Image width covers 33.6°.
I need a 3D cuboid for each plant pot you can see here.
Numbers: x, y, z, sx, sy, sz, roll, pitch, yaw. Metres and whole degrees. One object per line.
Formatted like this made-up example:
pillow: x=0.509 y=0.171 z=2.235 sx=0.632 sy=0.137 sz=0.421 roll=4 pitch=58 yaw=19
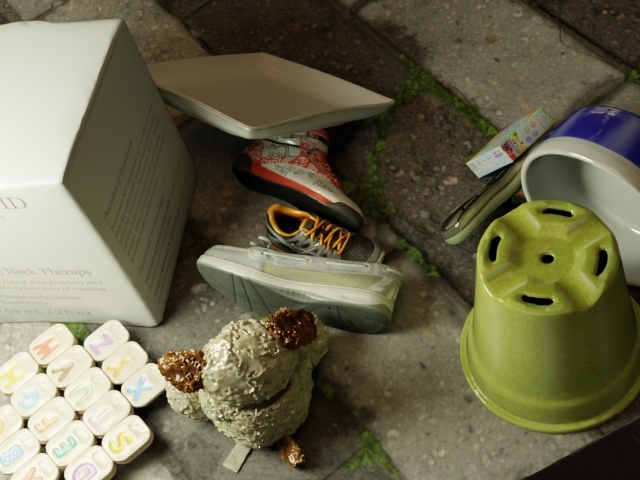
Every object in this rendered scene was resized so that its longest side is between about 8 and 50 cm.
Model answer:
plant pot: x=0.314 y=0.086 z=1.448 sx=0.276 sy=0.254 sz=0.276 roll=-8 pitch=54 yaw=11

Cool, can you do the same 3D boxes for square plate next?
square plate: x=-0.109 y=-0.248 z=1.813 sx=0.344 sy=0.049 sz=0.347 roll=26 pitch=29 yaw=38

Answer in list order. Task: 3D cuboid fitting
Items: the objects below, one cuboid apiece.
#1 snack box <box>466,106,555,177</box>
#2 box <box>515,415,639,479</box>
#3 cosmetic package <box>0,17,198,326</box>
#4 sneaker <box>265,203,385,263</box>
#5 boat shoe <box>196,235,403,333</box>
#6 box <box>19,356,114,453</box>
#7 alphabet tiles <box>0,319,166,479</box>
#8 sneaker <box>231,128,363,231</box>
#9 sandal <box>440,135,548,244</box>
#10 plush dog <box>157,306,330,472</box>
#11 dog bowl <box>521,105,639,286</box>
snack box: x=0.302 y=-0.155 z=1.697 sx=0.100 sy=0.141 sz=0.037 roll=-43 pitch=95 yaw=-15
box: x=0.386 y=0.388 z=1.165 sx=0.313 sy=0.179 sz=0.343 roll=-15 pitch=52 yaw=-36
cosmetic package: x=-0.431 y=-0.098 z=1.690 sx=0.330 sy=0.393 sz=0.327 roll=0 pitch=56 yaw=16
sneaker: x=0.000 y=0.000 z=1.700 sx=0.215 sy=0.083 sz=0.084 roll=15 pitch=59 yaw=22
boat shoe: x=-0.035 y=0.059 z=1.648 sx=0.321 sy=0.118 sz=0.103 roll=10 pitch=58 yaw=17
box: x=-0.391 y=0.256 z=1.657 sx=0.116 sy=0.029 sz=0.162 roll=0 pitch=55 yaw=15
alphabet tiles: x=-0.383 y=0.253 z=1.626 sx=0.278 sy=0.021 sz=0.284 roll=-39 pitch=57 yaw=-13
sneaker: x=-0.010 y=-0.122 z=1.783 sx=0.270 sy=0.090 sz=0.145 roll=25 pitch=68 yaw=31
sandal: x=0.316 y=-0.079 z=1.669 sx=0.303 sy=0.120 sz=0.086 roll=-40 pitch=89 yaw=-13
plush dog: x=-0.097 y=0.196 z=1.497 sx=0.263 sy=0.225 sz=0.210 roll=-25 pitch=53 yaw=-3
dog bowl: x=0.423 y=-0.062 z=1.516 sx=0.265 sy=0.265 sz=0.104 roll=33 pitch=68 yaw=31
